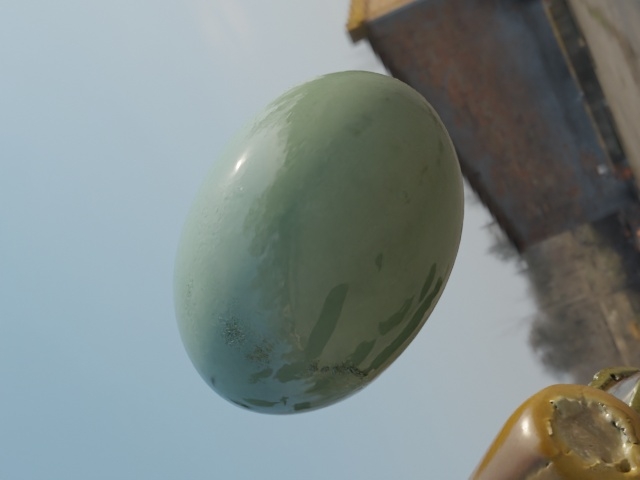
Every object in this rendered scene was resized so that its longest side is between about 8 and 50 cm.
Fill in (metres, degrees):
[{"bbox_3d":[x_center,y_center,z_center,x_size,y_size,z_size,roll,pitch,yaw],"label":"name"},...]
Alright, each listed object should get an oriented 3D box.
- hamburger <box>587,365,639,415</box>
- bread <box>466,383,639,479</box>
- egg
[{"bbox_3d":[0.300,0.227,1.110,0.309,0.132,0.211,-62,-40,-27],"label":"hamburger"},{"bbox_3d":[0.098,0.181,0.669,0.074,0.239,0.092,4,-142,-32],"label":"bread"},{"bbox_3d":[0.000,0.000,0.908,0.283,0.203,0.203,-63,-35,-21],"label":"egg"}]
